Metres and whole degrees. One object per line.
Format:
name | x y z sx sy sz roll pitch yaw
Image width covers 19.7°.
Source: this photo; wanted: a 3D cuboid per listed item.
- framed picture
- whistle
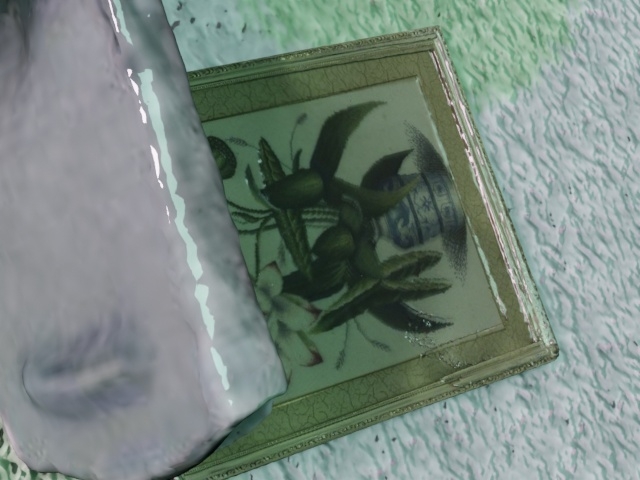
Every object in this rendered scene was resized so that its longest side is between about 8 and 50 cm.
framed picture | 0.000 0.000 0.803 0.231 0.010 0.173 -17 84 -41
whistle | -0.149 -0.102 0.624 0.405 0.168 0.188 46 53 -22
